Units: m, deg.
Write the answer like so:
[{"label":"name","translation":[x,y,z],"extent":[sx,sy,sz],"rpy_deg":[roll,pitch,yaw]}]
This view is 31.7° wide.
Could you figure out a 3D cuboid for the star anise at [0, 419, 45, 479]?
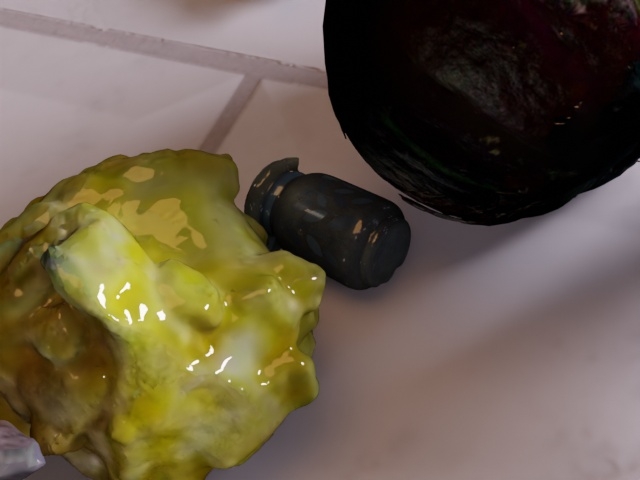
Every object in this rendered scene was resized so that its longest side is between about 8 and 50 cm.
[{"label":"star anise","translation":[-0.267,0.118,0.464],"extent":[0.332,0.117,0.331],"rpy_deg":[0,90,6]}]

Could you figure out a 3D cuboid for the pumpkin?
[{"label":"pumpkin","translation":[0.108,-0.108,0.520],"extent":[0.233,0.233,0.163],"rpy_deg":[-31,79,-8]}]

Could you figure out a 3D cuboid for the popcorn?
[{"label":"popcorn","translation":[-0.077,0.037,0.531],"extent":[0.173,0.142,0.173],"rpy_deg":[-5,29,3]}]

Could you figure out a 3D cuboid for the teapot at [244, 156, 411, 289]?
[{"label":"teapot","translation":[0.003,-0.002,0.590],"extent":[0.083,0.063,0.049],"rpy_deg":[26,33,32]}]
